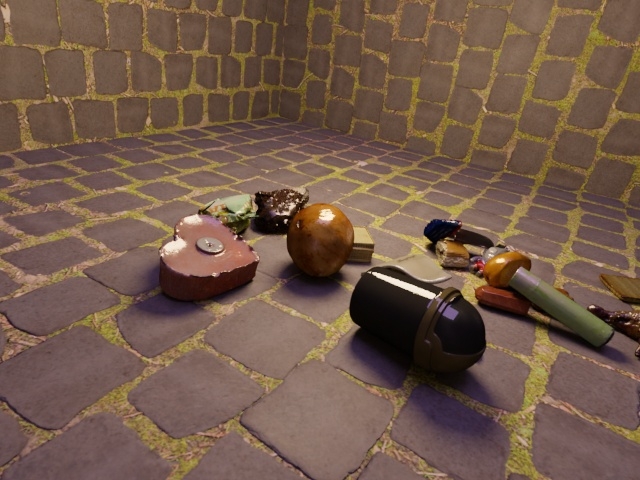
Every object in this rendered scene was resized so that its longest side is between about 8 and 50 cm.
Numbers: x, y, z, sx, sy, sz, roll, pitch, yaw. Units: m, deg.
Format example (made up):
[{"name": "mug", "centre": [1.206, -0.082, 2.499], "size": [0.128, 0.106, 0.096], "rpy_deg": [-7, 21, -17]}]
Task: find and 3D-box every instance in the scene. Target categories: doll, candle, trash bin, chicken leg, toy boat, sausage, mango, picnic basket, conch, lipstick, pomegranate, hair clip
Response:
[{"name": "doll", "centre": [0.643, 0.074, 1.612], "size": [0.227, 0.075, 0.102], "rpy_deg": [-23, 59, -30]}, {"name": "candle", "centre": [-0.335, 0.059, 1.324], "size": [0.287, 0.131, 0.317], "rpy_deg": [9, 34, -11]}, {"name": "trash bin", "centre": [0.254, 0.198, 1.089], "size": [0.214, 0.214, 0.333], "rpy_deg": [-18, 31, -42]}, {"name": "chicken leg", "centre": [0.962, 0.280, 1.271], "size": [0.177, 0.083, 0.322], "rpy_deg": [-13, 32, -8]}, {"name": "toy boat", "centre": [0.555, -0.014, 1.658], "size": [0.318, 0.072, 0.219], "rpy_deg": [12, -19, 18]}, {"name": "sausage", "centre": [0.569, 0.186, 1.365], "size": [0.169, 0.065, 0.065], "rpy_deg": [15, 26, 15]}, {"name": "mango", "centre": [0.648, 0.094, 1.489], "size": [0.217, 0.141, 0.102], "rpy_deg": [-7, 34, -32]}, {"name": "picnic basket", "centre": [0.127, 0.010, 1.593], "size": [0.115, 0.080, 0.164], "rpy_deg": [4, 26, -10]}, {"name": "conch", "centre": [0.722, 0.190, 1.398], "size": [0.086, 0.080, 0.232], "rpy_deg": [2, -2, -40]}, {"name": "lipstick", "centre": [0.713, 0.197, 1.287], "size": [0.304, 0.076, 0.076], "rpy_deg": [38, 36, 23]}, {"name": "pomegranate", "centre": [0.000, 0.000, 1.418], "size": [0.248, 0.248, 0.248], "rpy_deg": [6, 25, -3]}, {"name": "hair clip", "centre": [0.290, 0.105, 1.403], "size": [0.172, 0.113, 0.282], "rpy_deg": [-13, 32, -37]}]

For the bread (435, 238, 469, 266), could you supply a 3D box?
[{"name": "bread", "centre": [0.493, 0.045, 1.617], "size": [0.106, 0.082, 0.125], "rpy_deg": [-1, 23, -2]}]

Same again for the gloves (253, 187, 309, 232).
[{"name": "gloves", "centre": [-0.165, -0.141, 1.766], "size": [0.210, 0.135, 0.312], "rpy_deg": [14, 29, 0]}]

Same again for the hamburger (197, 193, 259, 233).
[{"name": "hamburger", "centre": [-0.336, -0.088, 1.628], "size": [0.235, 0.125, 0.214], "rpy_deg": [7, 31, 7]}]

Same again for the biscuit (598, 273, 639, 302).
[{"name": "biscuit", "centre": [1.176, 0.185, 1.574], "size": [0.254, 0.029, 0.172], "rpy_deg": [8, 26, 1]}]
